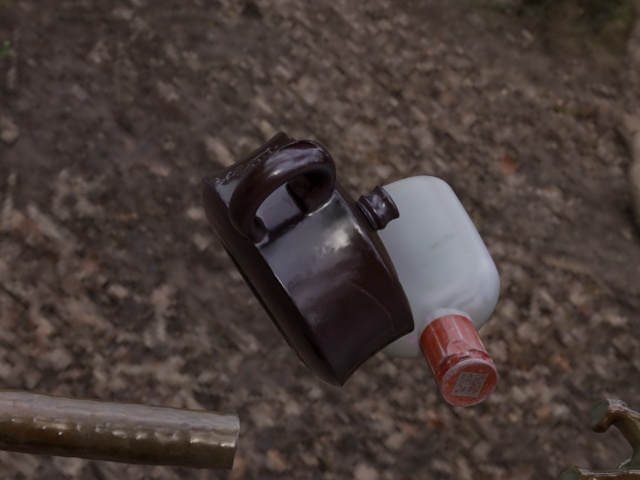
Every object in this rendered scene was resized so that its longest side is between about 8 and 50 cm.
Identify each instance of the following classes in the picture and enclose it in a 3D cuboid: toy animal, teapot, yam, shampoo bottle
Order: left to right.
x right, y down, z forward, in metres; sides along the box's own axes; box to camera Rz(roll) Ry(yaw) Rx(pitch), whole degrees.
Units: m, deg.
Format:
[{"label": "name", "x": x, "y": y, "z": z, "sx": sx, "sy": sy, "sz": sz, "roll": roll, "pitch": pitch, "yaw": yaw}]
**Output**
[{"label": "yam", "x": -0.187, "y": 0.130, "z": 0.982, "sx": 0.263, "sy": 0.046, "sz": 0.046, "roll": 5, "pitch": 21, "yaw": 1}, {"label": "teapot", "x": 0.000, "y": 0.000, "z": 0.369, "sx": 0.068, "sy": 0.045, "sz": 0.100, "roll": 52, "pitch": -8, "yaw": 24}, {"label": "shampoo bottle", "x": 0.075, "y": 0.035, "z": 1.008, "sx": 0.051, "sy": 0.108, "sz": 0.221, "roll": 61, "pitch": 4, "yaw": -35}, {"label": "toy animal", "x": 0.343, "y": 0.195, "z": 1.315, "sx": 0.157, "sy": 0.312, "sz": 0.097, "roll": 27, "pitch": 38, "yaw": -24}]
